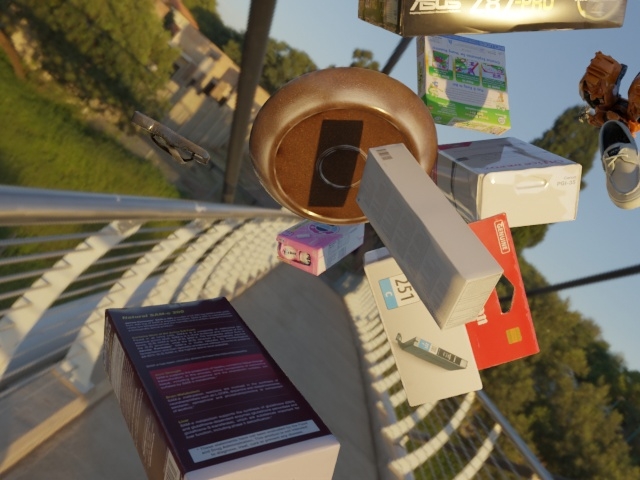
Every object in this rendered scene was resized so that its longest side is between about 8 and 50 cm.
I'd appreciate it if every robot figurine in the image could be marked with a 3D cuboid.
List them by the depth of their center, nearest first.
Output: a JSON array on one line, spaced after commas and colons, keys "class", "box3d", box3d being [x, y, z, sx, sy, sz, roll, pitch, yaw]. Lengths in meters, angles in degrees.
[{"class": "robot figurine", "box3d": [0.650, -0.301, 1.307, 0.211, 0.085, 0.291, 35, 5, 25]}]

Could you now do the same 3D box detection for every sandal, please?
[{"class": "sandal", "box3d": [-0.345, -0.220, 1.357, 0.097, 0.055, 0.254, 26, 0, 25]}]

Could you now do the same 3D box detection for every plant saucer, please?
[{"class": "plant saucer", "box3d": [0.037, -0.130, 0.975, 0.310, 0.310, 0.050, 39, 33, -30]}]

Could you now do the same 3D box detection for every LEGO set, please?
[{"class": "LEGO set", "box3d": [0.702, -0.350, 1.599, 0.023, 0.083, 0.054, 3, 29, 2]}]

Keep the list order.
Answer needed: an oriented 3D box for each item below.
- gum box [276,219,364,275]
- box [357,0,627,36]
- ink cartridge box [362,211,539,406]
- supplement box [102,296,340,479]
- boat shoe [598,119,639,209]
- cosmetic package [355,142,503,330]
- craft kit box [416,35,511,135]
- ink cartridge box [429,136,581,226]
[{"class": "gum box", "box3d": [0.000, 0.000, 1.288, 0.107, 0.062, 0.188, 20, 33, 30]}, {"class": "box", "box3d": [0.243, -0.392, 0.971, 0.318, 0.097, 0.395, -1, 23, -4]}, {"class": "ink cartridge box", "box3d": [0.241, 0.127, 1.066, 0.066, 0.261, 0.297, -86, 157, -71]}, {"class": "supplement box", "box3d": [-0.103, 0.143, 0.540, 0.130, 0.073, 0.239, -3, 27, -32]}, {"class": "boat shoe", "box3d": [0.571, -0.152, 1.151, 0.081, 0.079, 0.228, 45, 38, -24]}, {"class": "cosmetic package", "box3d": [0.129, -0.012, 0.770, 0.239, 0.060, 0.099, 60, -29, 35]}, {"class": "craft kit box", "box3d": [0.374, -0.415, 1.577, 0.249, 0.247, 0.061, 7, -20, -17]}, {"class": "ink cartridge box", "box3d": [0.365, -0.125, 1.241, 0.283, 0.207, 0.117, -114, -161, -68]}]
